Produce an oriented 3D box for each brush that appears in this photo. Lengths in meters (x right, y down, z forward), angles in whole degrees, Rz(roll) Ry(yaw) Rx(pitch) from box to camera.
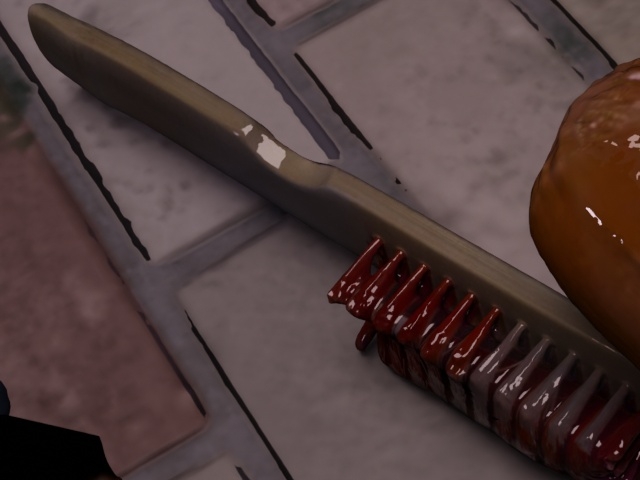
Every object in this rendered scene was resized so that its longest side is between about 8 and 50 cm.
[{"bbox_3d":[0.000,0.000,0.697,0.321,0.060,0.050,32,78,30],"label":"brush"}]

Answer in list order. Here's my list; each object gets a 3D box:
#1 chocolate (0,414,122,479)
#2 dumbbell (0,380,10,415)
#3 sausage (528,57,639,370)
[{"bbox_3d":[-0.091,0.153,0.570,0.156,0.156,0.133,-39,71,-16],"label":"chocolate"},{"bbox_3d":[-0.253,0.025,0.684,0.144,0.160,0.325,-18,44,-41],"label":"dumbbell"},{"bbox_3d":[0.180,0.047,0.556,0.274,0.105,0.105,41,70,12],"label":"sausage"}]
